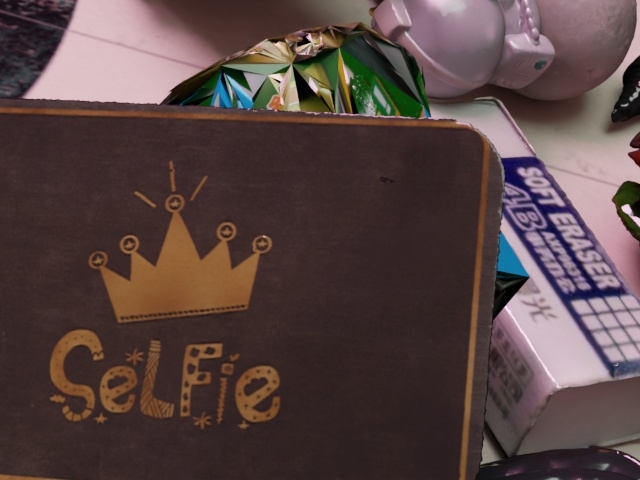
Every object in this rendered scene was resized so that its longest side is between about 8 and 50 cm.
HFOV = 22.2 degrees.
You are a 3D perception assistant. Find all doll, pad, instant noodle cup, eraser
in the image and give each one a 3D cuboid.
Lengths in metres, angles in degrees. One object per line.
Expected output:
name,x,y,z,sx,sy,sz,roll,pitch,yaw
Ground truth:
doll,0.144,-0.174,1.319,0.151,0.151,0.287,43,34,24
pad,-0.092,0.060,0.929,0.375,0.063,0.315,2,76,12
instant noodle cup,0.000,0.000,1.067,0.240,0.240,0.178,-11,60,-29
eraser,0.135,0.021,1.186,0.130,0.086,0.287,-6,48,-27

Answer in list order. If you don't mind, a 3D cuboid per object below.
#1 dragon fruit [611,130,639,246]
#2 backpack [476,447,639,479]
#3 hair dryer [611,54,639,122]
dragon fruit,0.370,-0.056,1.224,0.293,0.234,0.234,-27,53,1
backpack,0.147,0.219,0.966,0.206,0.133,0.258,-1,40,-9
hair dryer,0.374,-0.183,1.491,0.189,0.107,0.352,37,53,16
